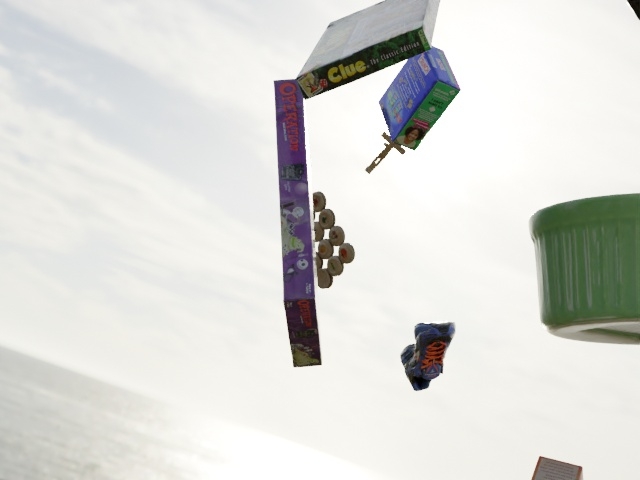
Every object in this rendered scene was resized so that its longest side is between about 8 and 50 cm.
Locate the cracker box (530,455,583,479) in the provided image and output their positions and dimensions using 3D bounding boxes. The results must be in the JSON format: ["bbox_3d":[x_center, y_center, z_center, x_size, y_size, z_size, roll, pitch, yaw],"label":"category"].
[{"bbox_3d":[0.295,0.431,1.689,0.067,0.232,0.155,11,-37,22],"label":"cracker box"}]

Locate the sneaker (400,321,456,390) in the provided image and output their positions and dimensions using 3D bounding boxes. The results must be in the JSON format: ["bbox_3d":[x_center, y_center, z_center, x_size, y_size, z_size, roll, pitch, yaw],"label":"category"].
[{"bbox_3d":[0.214,0.220,2.406,0.083,0.087,0.221,-4,-29,-11],"label":"sneaker"}]

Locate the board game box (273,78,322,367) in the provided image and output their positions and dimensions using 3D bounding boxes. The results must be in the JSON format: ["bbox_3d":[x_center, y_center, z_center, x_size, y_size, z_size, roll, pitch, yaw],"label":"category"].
[{"bbox_3d":[-0.031,-0.024,1.732,0.056,0.346,0.208,-6,-30,4],"label":"board game box"}]

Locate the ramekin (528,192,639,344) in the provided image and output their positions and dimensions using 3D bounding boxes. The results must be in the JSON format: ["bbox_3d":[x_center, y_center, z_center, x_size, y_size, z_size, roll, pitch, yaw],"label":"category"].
[{"bbox_3d":[0.413,0.045,1.573,0.303,0.148,0.303,2,-11,0],"label":"ramekin"}]

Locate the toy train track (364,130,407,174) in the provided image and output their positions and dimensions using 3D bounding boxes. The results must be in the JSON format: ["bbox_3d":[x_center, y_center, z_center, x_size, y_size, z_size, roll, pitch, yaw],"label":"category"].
[{"bbox_3d":[0.097,-0.134,1.895,0.048,0.083,0.014,41,5,-16],"label":"toy train track"}]

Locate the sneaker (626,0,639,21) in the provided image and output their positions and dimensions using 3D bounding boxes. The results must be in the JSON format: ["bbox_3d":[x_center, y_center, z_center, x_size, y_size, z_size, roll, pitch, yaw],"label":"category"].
[{"bbox_3d":[0.433,-0.242,1.307,0.270,0.145,0.090,42,-34,-2],"label":"sneaker"}]

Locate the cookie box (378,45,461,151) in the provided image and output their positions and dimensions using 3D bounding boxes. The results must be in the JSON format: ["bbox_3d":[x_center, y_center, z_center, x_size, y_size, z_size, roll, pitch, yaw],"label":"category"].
[{"bbox_3d":[0.125,-0.185,1.607,0.040,0.107,0.092,17,36,-27],"label":"cookie box"}]

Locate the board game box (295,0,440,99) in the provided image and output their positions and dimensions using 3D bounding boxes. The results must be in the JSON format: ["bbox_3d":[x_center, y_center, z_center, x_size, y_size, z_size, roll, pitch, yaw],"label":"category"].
[{"bbox_3d":[0.057,-0.216,1.320,0.030,0.136,0.259,62,16,-16],"label":"board game box"}]

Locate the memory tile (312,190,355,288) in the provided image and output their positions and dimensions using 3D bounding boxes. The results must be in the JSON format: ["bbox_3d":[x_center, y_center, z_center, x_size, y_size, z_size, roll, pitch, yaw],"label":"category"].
[{"bbox_3d":[0.000,0.000,2.172,0.012,0.148,0.113,-7,-31,-42],"label":"memory tile"}]
